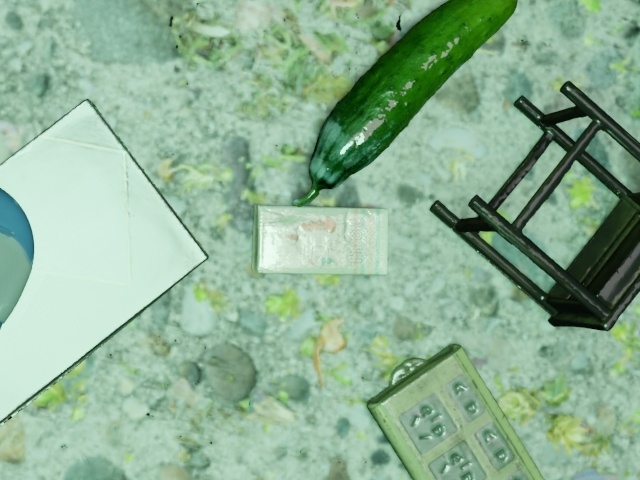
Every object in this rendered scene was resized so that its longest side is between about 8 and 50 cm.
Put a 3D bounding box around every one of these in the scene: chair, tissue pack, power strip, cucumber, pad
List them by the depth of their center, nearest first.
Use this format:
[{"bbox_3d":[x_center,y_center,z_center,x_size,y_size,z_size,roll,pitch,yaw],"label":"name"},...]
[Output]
[{"bbox_3d":[-0.227,0.024,1.452,0.243,0.004,0.163,-39,98,-9],"label":"pad"},{"bbox_3d":[0.238,0.007,1.483,0.260,0.154,0.141,40,83,-7],"label":"chair"},{"bbox_3d":[0.062,-0.121,1.489,0.056,0.056,0.250,46,79,-9],"label":"cucumber"},{"bbox_3d":[0.000,0.000,1.491,0.108,0.023,0.056,2,90,-13],"label":"tissue pack"},{"bbox_3d":[0.140,0.212,1.519,0.092,0.034,0.268,-33,97,-11],"label":"power strip"}]

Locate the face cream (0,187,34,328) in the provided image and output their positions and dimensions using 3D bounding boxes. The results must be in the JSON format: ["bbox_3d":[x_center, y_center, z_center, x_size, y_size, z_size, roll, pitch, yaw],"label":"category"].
[{"bbox_3d":[-0.321,0.063,1.387,0.149,0.083,0.264,45,83,-12],"label":"face cream"}]
